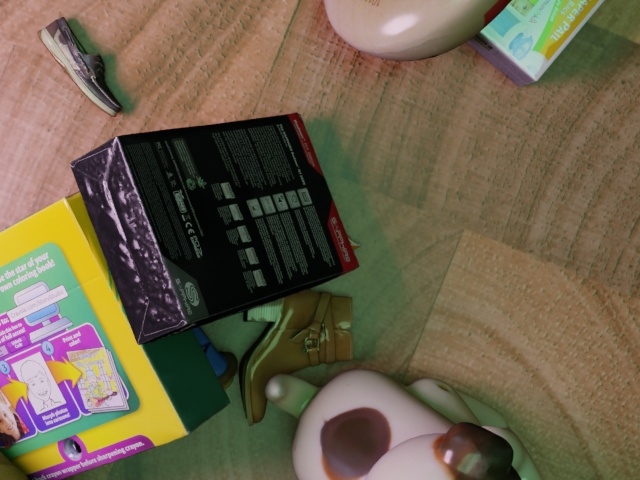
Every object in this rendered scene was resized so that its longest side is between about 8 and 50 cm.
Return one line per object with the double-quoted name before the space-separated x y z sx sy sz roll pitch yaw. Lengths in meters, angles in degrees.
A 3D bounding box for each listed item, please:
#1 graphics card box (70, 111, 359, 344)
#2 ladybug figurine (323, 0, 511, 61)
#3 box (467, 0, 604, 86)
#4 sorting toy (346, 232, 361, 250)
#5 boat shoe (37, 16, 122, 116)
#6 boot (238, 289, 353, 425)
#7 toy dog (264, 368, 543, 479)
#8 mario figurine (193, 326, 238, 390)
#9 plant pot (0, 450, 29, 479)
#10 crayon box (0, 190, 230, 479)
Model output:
"graphics card box" -0.118 -0.026 1.542 0.094 0.371 0.233 -23 87 33
"ladybug figurine" 0.183 -0.420 1.612 0.449 0.305 0.162 -58 141 -2
"box" 0.305 -0.323 1.691 0.114 0.103 0.203 39 89 -6
"sorting toy" 0.000 0.000 1.718 0.075 0.045 0.083 -37 96 17
"boat shoe" -0.314 -0.233 1.665 0.049 0.056 0.152 -41 95 3
"boot" -0.032 0.161 1.705 0.152 0.073 0.197 4 97 -11
"toy dog" 0.129 0.297 1.539 0.284 0.408 0.395 -43 103 -4
"mario figurine" -0.235 0.066 1.677 0.198 0.170 0.320 -38 109 -38
"plant pot" -0.569 0.302 1.524 0.366 0.366 0.353 -40 71 -2
"crayon box" -0.334 0.131 1.564 0.363 0.106 0.313 -23 95 34
